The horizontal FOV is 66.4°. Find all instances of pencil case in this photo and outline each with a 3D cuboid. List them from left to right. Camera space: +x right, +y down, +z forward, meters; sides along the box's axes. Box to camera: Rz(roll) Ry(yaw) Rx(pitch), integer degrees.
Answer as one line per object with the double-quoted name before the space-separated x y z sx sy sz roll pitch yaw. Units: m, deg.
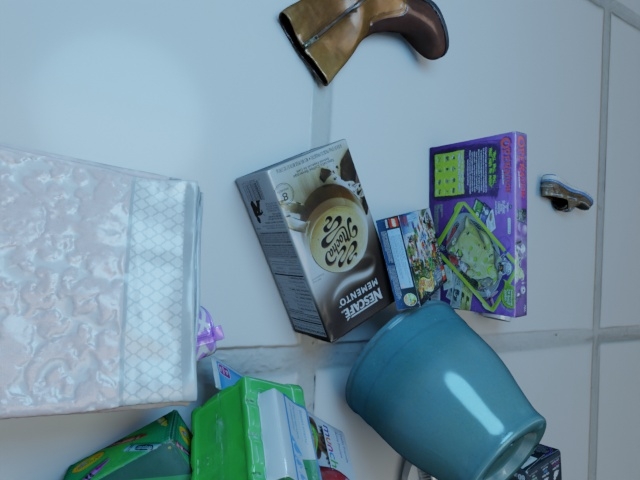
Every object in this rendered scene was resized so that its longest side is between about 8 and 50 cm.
"pencil case" -0.250 0.158 0.697 0.206 0.088 0.086 -19 90 -33

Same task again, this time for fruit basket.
"fruit basket" -0.020 0.355 0.710 0.165 0.327 0.353 -41 124 16

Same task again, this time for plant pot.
"plant pot" 0.225 0.286 0.846 0.271 0.255 0.272 -21 131 -26

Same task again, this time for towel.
"towel" -0.309 0.049 0.618 0.317 0.053 0.332 6 70 -27

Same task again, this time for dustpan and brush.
"dustpan and brush" 0.228 0.441 1.020 0.147 0.060 0.211 -6 86 -28

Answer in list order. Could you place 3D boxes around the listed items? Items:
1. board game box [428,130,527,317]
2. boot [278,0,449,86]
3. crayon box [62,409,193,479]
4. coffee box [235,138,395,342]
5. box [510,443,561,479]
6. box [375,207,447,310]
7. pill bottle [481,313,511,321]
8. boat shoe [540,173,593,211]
"board game box" 0.313 -0.030 0.992 0.056 0.208 0.347 1 90 -33
"boot" 0.096 -0.388 0.918 0.280 0.096 0.264 -50 115 -22
"crayon box" -0.213 0.401 0.690 0.165 0.081 0.278 -28 106 -5
"coffee box" 0.000 0.000 0.840 0.168 0.119 0.297 -28 105 -31
"box" 0.397 0.568 1.025 0.143 0.165 0.270 -3 90 -39
"box" 0.179 0.025 0.923 0.233 0.044 0.159 -16 92 -64
"pill bottle" 0.418 0.106 1.132 0.086 0.086 0.152 18 81 -32
"boat shoe" 0.648 -0.111 1.300 0.183 0.066 0.066 22 83 -21
